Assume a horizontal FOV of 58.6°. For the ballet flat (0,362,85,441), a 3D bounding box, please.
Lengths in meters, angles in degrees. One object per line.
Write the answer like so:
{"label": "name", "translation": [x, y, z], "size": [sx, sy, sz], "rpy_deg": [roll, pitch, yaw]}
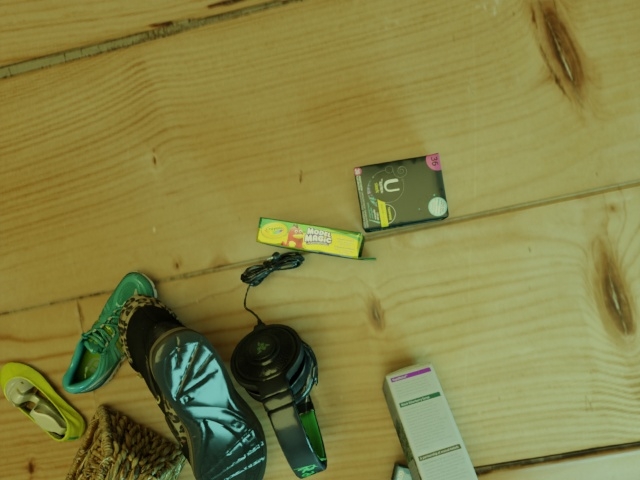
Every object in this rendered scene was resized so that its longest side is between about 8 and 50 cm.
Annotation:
{"label": "ballet flat", "translation": [-0.584, 0.333, 1.171], "size": [0.231, 0.077, 0.077], "rpy_deg": [37, 93, 7]}

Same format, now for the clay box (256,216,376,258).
{"label": "clay box", "translation": [0.000, 0.000, 1.089], "size": [0.221, 0.127, 0.053], "rpy_deg": [8, 88, 6]}

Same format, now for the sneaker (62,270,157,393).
{"label": "sneaker", "translation": [-0.419, 0.190, 1.141], "size": [0.107, 0.110, 0.275], "rpy_deg": [29, 91, 7]}

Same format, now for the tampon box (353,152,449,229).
{"label": "tampon box", "translation": [0.153, -0.087, 1.087], "size": [0.160, 0.101, 0.121], "rpy_deg": [-10, 87, 6]}

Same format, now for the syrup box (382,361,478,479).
{"label": "syrup box", "translation": [0.192, 0.350, 1.018], "size": [0.096, 0.093, 0.237], "rpy_deg": [-13, 61, -7]}

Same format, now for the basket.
{"label": "basket", "translation": [-0.430, 0.506, 1.077], "size": [0.222, 0.213, 0.299], "rpy_deg": [26, 91, 6]}

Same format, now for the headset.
{"label": "headset", "translation": [-0.054, 0.218, 1.042], "size": [0.185, 0.243, 0.395], "rpy_deg": [-23, 69, -1]}

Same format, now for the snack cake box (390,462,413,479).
{"label": "snack cake box", "translation": [0.179, 0.561, 1.033], "size": [0.152, 0.089, 0.265], "rpy_deg": [14, 74, 7]}

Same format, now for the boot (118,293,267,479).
{"label": "boot", "translation": [-0.246, 0.282, 1.056], "size": [0.138, 0.284, 0.378], "rpy_deg": [-32, 119, -23]}
